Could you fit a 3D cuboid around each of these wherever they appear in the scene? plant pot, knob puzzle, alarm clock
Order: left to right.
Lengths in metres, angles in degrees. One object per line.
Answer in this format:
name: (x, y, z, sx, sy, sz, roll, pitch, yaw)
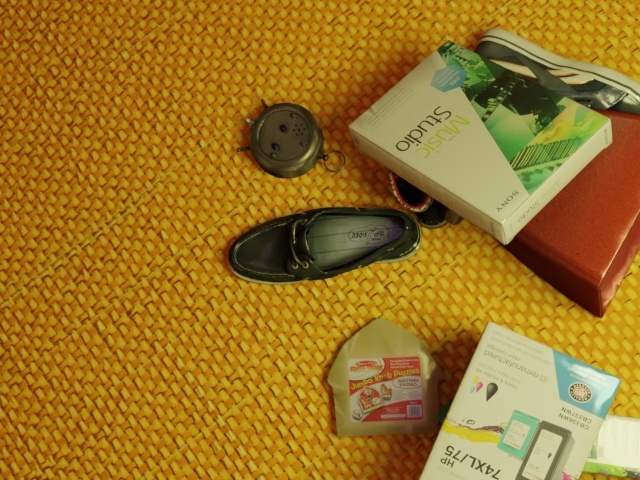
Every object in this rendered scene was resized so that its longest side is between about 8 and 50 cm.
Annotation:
alarm clock: (-0.044, -0.171, 1.525, 0.192, 0.064, 0.129, 24, 84, 7)
knob puzzle: (0.108, 0.228, 1.455, 0.213, 0.030, 0.213, -1, 81, 7)
plant pot: (0.396, -0.066, 1.365, 0.236, 0.267, 0.267, 27, 85, 23)

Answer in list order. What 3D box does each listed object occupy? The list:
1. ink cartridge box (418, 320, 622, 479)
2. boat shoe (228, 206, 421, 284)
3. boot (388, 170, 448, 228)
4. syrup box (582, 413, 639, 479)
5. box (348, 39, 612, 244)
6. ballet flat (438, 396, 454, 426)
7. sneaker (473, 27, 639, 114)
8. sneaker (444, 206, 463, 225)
ink cartridge box: (0.283, 0.281, 1.259, 0.198, 0.197, 0.270, 23, 88, 14)
boat shoe: (0.001, 0.004, 1.462, 0.340, 0.113, 0.127, -2, 81, 6)
boot: (0.157, -0.142, 1.431, 0.085, 0.178, 0.236, -15, 81, 16)
syrup box: (0.523, 0.328, 1.346, 0.237, 0.096, 0.093, 5, 78, 13)
box: (0.231, -0.159, 1.290, 0.232, 0.058, 0.322, -43, 54, -13)
ballet flat: (0.286, 0.253, 1.413, 0.203, 0.074, 0.074, -40, 79, -6)
sneaker: (0.394, -0.240, 1.453, 0.321, 0.126, 0.127, 26, 80, 21)
sneaker: (0.247, -0.104, 1.451, 0.086, 0.064, 0.192, 41, 56, 13)
